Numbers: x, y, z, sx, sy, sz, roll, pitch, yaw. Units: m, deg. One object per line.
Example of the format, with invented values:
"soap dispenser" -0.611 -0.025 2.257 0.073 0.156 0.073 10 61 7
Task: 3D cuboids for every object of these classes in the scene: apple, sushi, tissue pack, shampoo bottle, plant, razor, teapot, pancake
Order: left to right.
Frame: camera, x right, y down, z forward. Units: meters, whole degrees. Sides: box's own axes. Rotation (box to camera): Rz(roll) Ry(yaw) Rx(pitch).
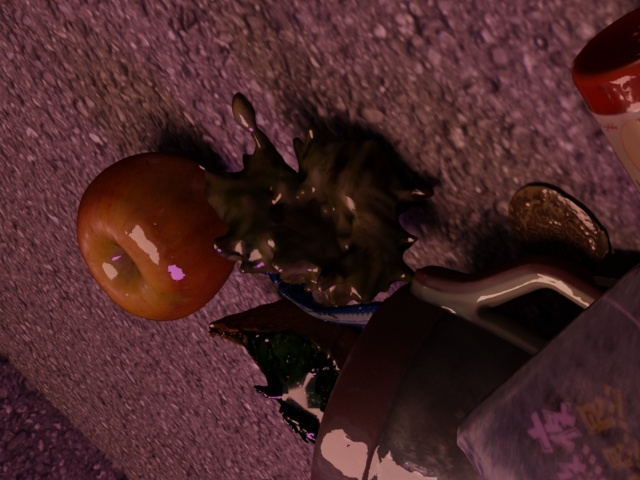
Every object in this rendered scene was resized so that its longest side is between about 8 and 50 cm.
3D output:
"apple" -0.193 -0.012 1.644 0.210 0.173 0.235 53 146 -7
"sushi" -0.017 0.164 1.669 0.287 0.140 0.149 40 162 9
"plant" 0.019 -0.029 1.416 0.251 0.180 0.333 31 -174 13
"razor" 0.045 0.074 1.481 0.093 0.056 0.324 16 177 -39
"teapot" 0.189 0.164 1.226 0.312 0.233 0.315 23 110 16
"pancake" 0.216 -0.005 1.196 0.115 0.011 0.115 34 153 20
"tissue pack" 0.260 0.143 0.896 0.259 0.122 0.361 56 146 16
"shampoo bottle" 0.287 -0.033 0.931 0.278 0.104 0.104 54 154 -20

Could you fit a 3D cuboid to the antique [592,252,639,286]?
"antique" 0.306 0.033 1.086 0.192 0.031 0.015 7 141 51
